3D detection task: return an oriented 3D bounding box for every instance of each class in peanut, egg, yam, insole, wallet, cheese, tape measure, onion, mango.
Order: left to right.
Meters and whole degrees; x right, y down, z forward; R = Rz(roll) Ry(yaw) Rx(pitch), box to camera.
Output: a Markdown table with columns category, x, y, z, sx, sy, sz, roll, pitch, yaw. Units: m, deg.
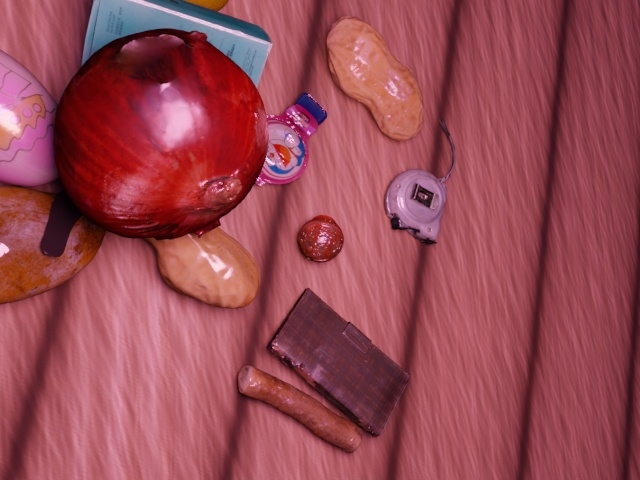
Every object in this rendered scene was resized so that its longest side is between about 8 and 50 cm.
| category | x | y | z | sx | sy | sz | roll | pitch | yaw |
| --- | --- | --- | --- | --- | --- | --- | --- | --- | --- |
| egg | -0.535 | -0.202 | 0.933 | 0.271 | 0.196 | 0.196 | 44 | 68 | -7 |
| mango | -0.501 | 0.000 | 0.959 | 0.316 | 0.146 | 0.192 | -22 | 90 | -46 |
| insole | -0.427 | -0.035 | 0.955 | 0.053 | 0.002 | 0.152 | 32 | 42 | -35 |
| onion | -0.247 | -0.180 | 0.918 | 0.341 | 0.341 | 0.341 | 3 | 82 | -25 |
| peanut | -0.250 | 0.014 | 1.073 | 0.319 | 0.147 | 0.147 | 44 | 68 | -9 |
| cheese | -0.075 | -0.217 | 1.226 | 0.155 | 0.062 | 0.244 | 44 | 67 | -12 |
| yam | -0.039 | 0.343 | 1.171 | 0.300 | 0.066 | 0.066 | 35 | 70 | -16 |
| wallet | 0.044 | 0.259 | 1.215 | 0.317 | 0.044 | 0.169 | 42 | 56 | -13 |
| peanut | 0.127 | -0.361 | 1.301 | 0.313 | 0.149 | 0.149 | 44 | 68 | -19 |
| tape measure | 0.250 | -0.168 | 1.359 | 0.164 | 0.084 | 0.330 | 20 | 77 | -26 |

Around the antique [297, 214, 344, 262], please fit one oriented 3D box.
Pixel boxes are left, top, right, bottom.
| category | x | y | z | sx | sy | sz | roll | pitch | yaw |
| --- | --- | --- | --- | --- | --- | --- | --- | --- | --- |
| antique | 0.000 | 0.000 | 1.212 | 0.104 | 0.104 | 0.104 | 3 | 82 | -25 |

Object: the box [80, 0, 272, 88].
| category | x | y | z | sx | sy | sz | roll | pitch | yaw |
| --- | --- | --- | --- | --- | --- | --- | --- | --- | --- |
| box | -0.270 | -0.336 | 1.067 | 0.311 | 0.118 | 0.205 | 10 | 120 | -24 |

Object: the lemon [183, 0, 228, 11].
| category | x | y | z | sx | sy | sz | roll | pitch | yaw |
| --- | --- | --- | --- | --- | --- | --- | --- | --- | --- |
| lemon | -0.266 | -0.519 | 1.108 | 0.248 | 0.184 | 0.184 | -33 | 97 | -19 |
